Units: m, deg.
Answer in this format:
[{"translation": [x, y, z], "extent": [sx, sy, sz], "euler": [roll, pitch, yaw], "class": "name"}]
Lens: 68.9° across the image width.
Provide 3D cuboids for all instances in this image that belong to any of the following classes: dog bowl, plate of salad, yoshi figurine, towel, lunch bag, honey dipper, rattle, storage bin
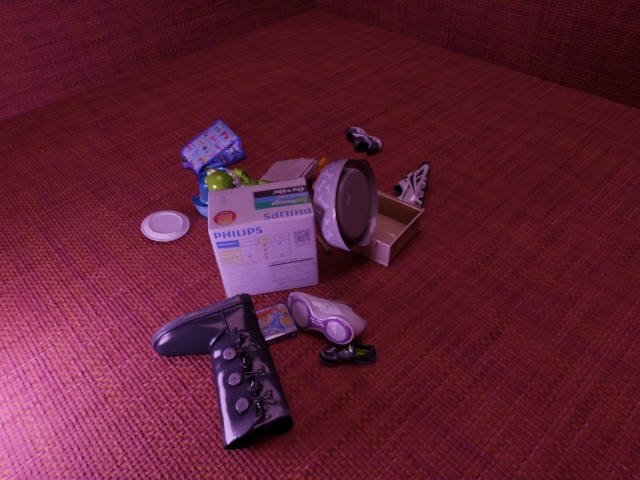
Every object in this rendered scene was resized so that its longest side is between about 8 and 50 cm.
[{"translation": [-0.488, -0.221, 2.148], "extent": [0.166, 0.074, 0.297], "euler": [-2, 43, 2], "class": "dog bowl"}, {"translation": [0.093, -0.131, 1.674], "extent": [0.102, 0.348, 0.348], "euler": [2, 41, 30], "class": "dog bowl"}, {"translation": [-0.666, -0.059, 2.011], "extent": [0.200, 0.048, 0.199], "euler": [6, 43, -5], "class": "plate of salad"}, {"translation": [-0.332, -0.209, 1.988], "extent": [0.363, 0.203, 0.203], "euler": [18, 69, -1], "class": "yoshi figurine"}, {"translation": [-0.155, -0.316, 2.182], "extent": [0.283, 0.049, 0.187], "euler": [0, 39, 35], "class": "towel"}, {"translation": [-0.566, -0.455, 2.372], "extent": [0.293, 0.138, 0.221], "euler": [-33, 53, -15], "class": "lunch bag"}, {"translation": [0.000, 0.000, 1.920], "extent": [0.031, 0.030, 0.160], "euler": [-19, 43, -16], "class": "honey dipper"}, {"translation": [0.034, -0.257, 2.109], "extent": [0.130, 0.142, 0.199], "euler": [20, 35, -11], "class": "rattle"}, {"translation": [0.239, -0.062, 1.900], "extent": [0.261, 0.123, 0.262], "euler": [27, 52, 27], "class": "storage bin"}]

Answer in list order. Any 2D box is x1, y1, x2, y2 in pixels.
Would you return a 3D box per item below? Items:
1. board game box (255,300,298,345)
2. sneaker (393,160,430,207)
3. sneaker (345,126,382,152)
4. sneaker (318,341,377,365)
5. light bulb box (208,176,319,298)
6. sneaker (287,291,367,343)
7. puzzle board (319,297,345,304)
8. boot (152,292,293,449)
[{"translation": [-0.195, 0.300, 1.614], "extent": [0.202, 0.035, 0.136], "euler": [-18, 46, -14], "class": "board game box"}, {"translation": [0.407, -0.256, 2.091], "extent": [0.147, 0.122, 0.330], "euler": [13, 46, 14], "class": "sneaker"}, {"translation": [0.201, -0.516, 2.406], "extent": [0.234, 0.078, 0.106], "euler": [35, 53, 30], "class": "sneaker"}, {"translation": [0.088, 0.357, 1.506], "extent": [0.189, 0.078, 0.067], "euler": [-2, 44, 2], "class": "sneaker"}, {"translation": [-0.198, -0.005, 1.698], "extent": [0.359, 0.360, 0.225], "euler": [-9, 44, -6], "class": "light bulb box"}, {"translation": [0.018, 0.260, 1.600], "extent": [0.305, 0.114, 0.152], "euler": [24, 21, 34], "class": "sneaker"}, {"translation": [0.022, 0.250, 1.670], "extent": [0.128, 0.011, 0.096], "euler": [3, 45, 8], "class": "puzzle board"}, {"translation": [-0.313, 0.424, 1.434], "extent": [0.367, 0.146, 0.444], "euler": [-27, 59, 2], "class": "boot"}]
